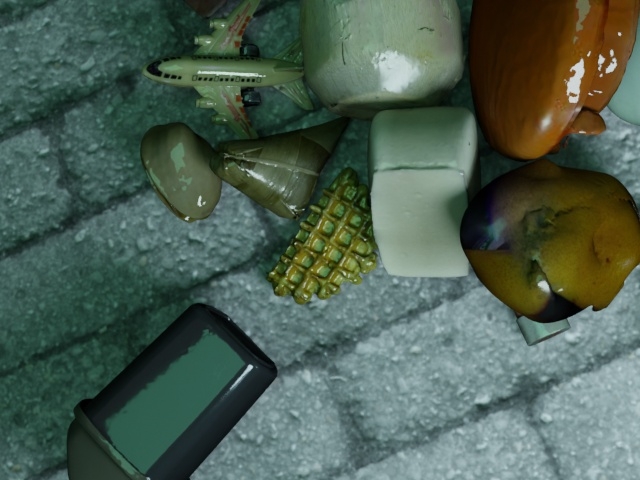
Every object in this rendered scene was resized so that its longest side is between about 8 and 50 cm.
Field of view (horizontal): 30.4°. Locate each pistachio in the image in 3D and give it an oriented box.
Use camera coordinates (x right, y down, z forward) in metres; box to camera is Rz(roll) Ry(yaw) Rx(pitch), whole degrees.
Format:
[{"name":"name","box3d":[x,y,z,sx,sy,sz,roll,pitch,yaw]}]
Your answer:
[{"name":"pistachio","box3d":[-0.196,-0.098,1.685,0.113,0.113,0.149,-23,80,10]}]

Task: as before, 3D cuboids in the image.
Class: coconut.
[{"name":"coconut","box3d":[0.083,-0.282,1.584,0.227,0.227,0.231,-2,81,12]}]

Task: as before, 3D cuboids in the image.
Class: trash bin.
[{"name":"trash bin","box3d":[-0.207,0.234,1.617,0.182,0.209,0.290,44,90,13]}]

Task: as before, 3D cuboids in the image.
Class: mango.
[{"name":"mango","box3d":[0.299,-0.002,1.490,0.152,0.287,0.201,9,97,44]}]

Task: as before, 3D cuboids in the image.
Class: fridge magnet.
[{"name":"fridge magnet","box3d":[0.281,-0.279,1.484,0.155,0.363,0.364,4,86,-13]}]

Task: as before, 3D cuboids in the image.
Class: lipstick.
[{"name":"lipstick","box3d":[0.273,0.046,1.603,0.063,0.057,0.186,-25,76,11]}]

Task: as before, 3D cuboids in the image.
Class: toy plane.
[{"name":"toy plane","box3d":[-0.131,-0.240,1.681,0.244,0.092,0.229,-1,89,-6]}]

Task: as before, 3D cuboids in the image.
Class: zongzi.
[{"name":"zongzi","box3d":[-0.055,-0.134,1.640,0.078,0.160,0.176,29,88,53]}]

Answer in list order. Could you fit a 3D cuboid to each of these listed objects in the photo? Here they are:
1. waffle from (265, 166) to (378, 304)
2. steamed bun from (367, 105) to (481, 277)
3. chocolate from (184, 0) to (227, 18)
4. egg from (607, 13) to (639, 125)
[{"name":"waffle","box3d":[0.000,0.000,1.667,0.192,0.046,0.161,-23,84,10]},{"name":"steamed bun","box3d":[0.139,-0.077,1.560,0.146,0.242,0.164,-1,51,10]},{"name":"chocolate","box3d":[-0.226,-0.451,1.673,0.321,0.112,0.112,40,118,-7]},{"name":"egg","box3d":[0.504,-0.296,1.487,0.230,0.230,0.371,45,104,12]}]
